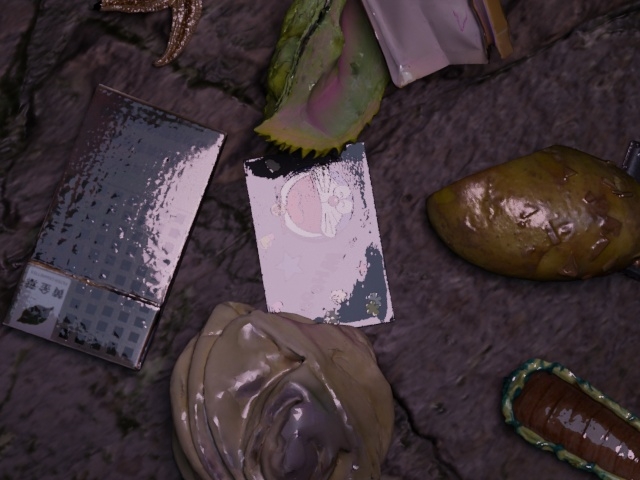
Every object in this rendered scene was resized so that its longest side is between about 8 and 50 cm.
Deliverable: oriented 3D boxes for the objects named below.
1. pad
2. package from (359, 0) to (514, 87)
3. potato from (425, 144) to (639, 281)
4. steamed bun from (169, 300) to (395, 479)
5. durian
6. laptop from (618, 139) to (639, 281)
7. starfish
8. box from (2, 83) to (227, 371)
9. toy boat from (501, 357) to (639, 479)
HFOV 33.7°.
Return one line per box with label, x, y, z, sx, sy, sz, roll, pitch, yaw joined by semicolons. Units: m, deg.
pad;0.000;0.000;1.395;0.170;0.006;0.246;-9;87;-8
package;0.153;-0.370;1.282;0.221;0.165;0.311;-36;113;-37
potato;0.284;-0.035;1.361;0.298;0.141;0.176;5;71;-5
steamed bun;-0.050;0.218;1.274;0.280;0.207;0.268;15;86;-4
durian;0.019;-0.252;1.326;0.158;0.169;0.352;16;72;5
laptop;0.454;-0.033;1.445;0.129;0.016;0.180;22;83;-5
starfish;-0.182;-0.340;1.372;0.237;0.057;0.213;-11;95;-3
box;-0.256;-0.016;1.345;0.180;0.047;0.325;20;83;-5
toy boat;0.364;0.256;1.378;0.292;0.099;0.109;31;85;4
